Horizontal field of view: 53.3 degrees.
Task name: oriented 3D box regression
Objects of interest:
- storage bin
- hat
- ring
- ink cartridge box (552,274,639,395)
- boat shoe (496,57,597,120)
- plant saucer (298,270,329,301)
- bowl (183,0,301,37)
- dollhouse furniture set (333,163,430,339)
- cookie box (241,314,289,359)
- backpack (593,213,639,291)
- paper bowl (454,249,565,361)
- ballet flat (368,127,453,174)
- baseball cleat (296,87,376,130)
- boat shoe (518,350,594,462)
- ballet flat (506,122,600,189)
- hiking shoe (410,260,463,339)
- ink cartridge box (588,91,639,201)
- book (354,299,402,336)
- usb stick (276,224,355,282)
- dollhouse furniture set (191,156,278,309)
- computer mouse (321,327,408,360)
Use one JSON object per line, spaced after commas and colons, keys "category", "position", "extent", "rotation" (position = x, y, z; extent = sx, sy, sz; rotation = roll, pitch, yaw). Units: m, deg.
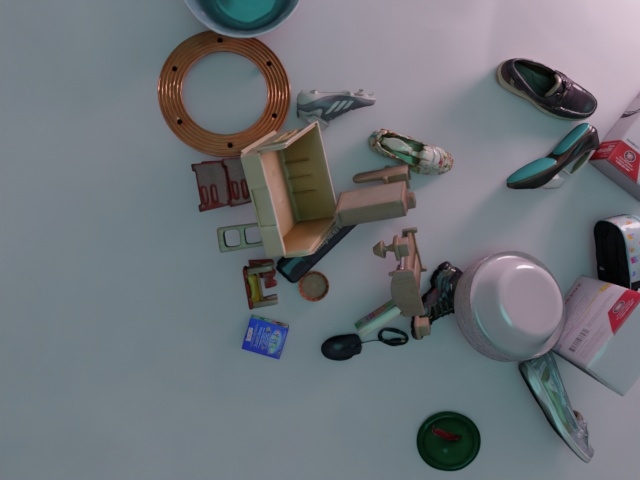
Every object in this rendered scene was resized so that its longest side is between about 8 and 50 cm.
{"category": "storage bin", "position": [-0.069, -0.124, 1.528], "extent": [0.123, 0.260, 0.263], "rotation": [-6, 109, 19]}
{"category": "hat", "position": [0.349, 0.564, 1.691], "extent": [0.208, 0.183, 0.173], "rotation": [18, 94, -4]}
{"category": "ring", "position": [-0.244, -0.376, 1.634], "extent": [0.336, 0.032, 0.337], "rotation": [1, 83, -7]}
{"category": "ink cartridge box", "position": [0.713, 0.229, 1.619], "extent": [0.131, 0.306, 0.226], "rotation": [36, 93, -5]}
{"category": "boat shoe", "position": [0.600, -0.396, 1.667], "extent": [0.285, 0.092, 0.103], "rotation": [26, 93, -5]}
{"category": "plant saucer", "position": [-0.018, 0.123, 1.722], "extent": [0.083, 0.013, 0.084], "rotation": [0, 96, -3]}
{"category": "bowl", "position": [-0.187, -0.641, 1.574], "extent": [0.311, 0.163, 0.312], "rotation": [0, 95, -2]}
{"category": "dollhouse furniture set", "position": [0.171, 0.031, 1.653], "extent": [0.173, 0.303, 0.356], "rotation": [-8, 120, 17]}
{"category": "cookie box", "position": [-0.148, 0.258, 1.713], "extent": [0.107, 0.040, 0.092], "rotation": [17, 94, -4]}
{"category": "backpack", "position": [0.804, 0.022, 1.676], "extent": [0.144, 0.166, 0.189], "rotation": [-20, 99, -2]}
{"category": "paper bowl", "position": [0.501, 0.165, 1.639], "extent": [0.284, 0.148, 0.285], "rotation": [5, 75, -17]}
{"category": "ballet flat", "position": [0.240, -0.228, 1.673], "extent": [0.240, 0.077, 0.091], "rotation": [16, 93, -4]}
{"category": "baseball cleat", "position": [0.040, -0.342, 1.667], "extent": [0.205, 0.072, 0.110], "rotation": [3, 108, 2]}
{"category": "boat shoe", "position": [0.660, 0.455, 1.734], "extent": [0.103, 0.118, 0.321], "rotation": [-32, 89, 5]}
{"category": "ballet flat", "position": [0.628, -0.197, 1.689], "extent": [0.280, 0.095, 0.096], "rotation": [-36, 108, 1]}
{"category": "hiking shoe", "position": [0.326, 0.176, 1.706], "extent": [0.114, 0.086, 0.227], "rotation": [27, 92, -1]}
{"category": "ink cartridge box", "position": [0.884, -0.263, 1.681], "extent": [0.197, 0.114, 0.273], "rotation": [36, 91, -5]}
{"category": "book", "position": [0.160, 0.200, 1.696], "extent": [0.144, 0.096, 0.035], "rotation": [-33, 96, -1]}
{"category": "usb stick", "position": [0.000, 0.000, 1.696], "extent": [0.278, 0.045, 0.077], "rotation": [-43, 95, 1]}
{"category": "dollhouse furniture set", "position": [-0.208, -0.025, 1.608], "extent": [0.152, 0.201, 0.375], "rotation": [-9, 97, -2]}
{"category": "computer mouse", "position": [0.121, 0.281, 1.728], "extent": [0.241, 0.041, 0.071], "rotation": [-10, 94, -2]}
